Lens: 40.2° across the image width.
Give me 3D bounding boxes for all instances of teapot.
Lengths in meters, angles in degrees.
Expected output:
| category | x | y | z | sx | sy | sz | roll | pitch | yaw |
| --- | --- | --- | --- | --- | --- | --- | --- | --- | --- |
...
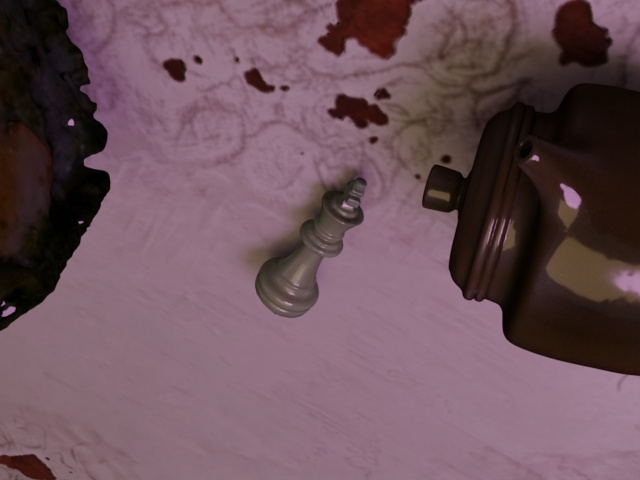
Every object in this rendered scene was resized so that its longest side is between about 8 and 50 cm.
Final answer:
| category | x | y | z | sx | sy | sz | roll | pitch | yaw |
| --- | --- | --- | --- | --- | --- | --- | --- | --- | --- |
| teapot | 0.158 | -0.014 | 0.604 | 0.175 | 0.185 | 0.267 | 17 | 168 | 10 |

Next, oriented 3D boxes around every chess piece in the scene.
| category | x | y | z | sx | sy | sz | roll | pitch | yaw |
| --- | --- | --- | --- | --- | --- | --- | --- | --- | --- |
| chess piece | 0.000 | 0.000 | 0.748 | 0.059 | 0.059 | 0.149 | 30 | 125 | -9 |

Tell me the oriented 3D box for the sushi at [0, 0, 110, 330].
| category | x | y | z | sx | sy | sz | roll | pitch | yaw |
| --- | --- | --- | --- | --- | --- | --- | --- | --- | --- |
| sushi | -0.301 | -0.115 | 0.576 | 0.178 | 0.294 | 0.352 | -7 | 126 | 26 |
